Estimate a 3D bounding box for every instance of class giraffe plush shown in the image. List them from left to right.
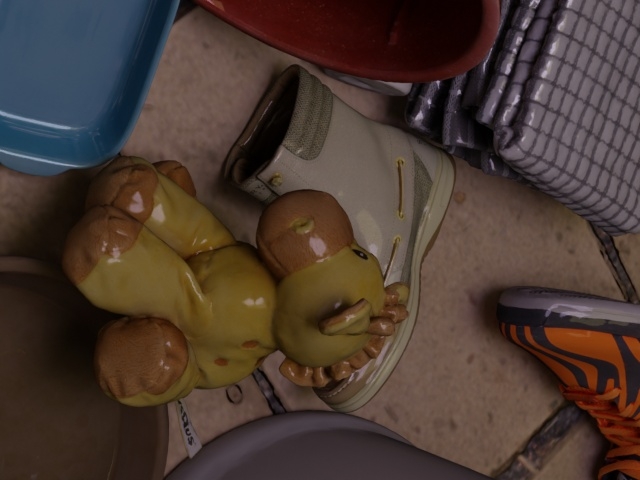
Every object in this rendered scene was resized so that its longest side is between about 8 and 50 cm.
[{"bbox_3d":[-0.039,0.035,0.971,0.181,0.170,0.210,-74,147,-55],"label":"giraffe plush"}]

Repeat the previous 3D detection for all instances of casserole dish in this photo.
[{"bbox_3d":[-0.156,-0.127,0.942,0.114,0.037,0.188,12,118,-22],"label":"casserole dish"}]

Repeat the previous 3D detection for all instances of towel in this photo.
[{"bbox_3d":[0.197,-0.165,1.154,0.235,0.121,0.284,21,87,-51],"label":"towel"}]

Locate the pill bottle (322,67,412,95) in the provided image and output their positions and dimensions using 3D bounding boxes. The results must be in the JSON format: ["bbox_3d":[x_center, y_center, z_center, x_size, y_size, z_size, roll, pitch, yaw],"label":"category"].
[{"bbox_3d":[0.048,-0.169,1.101,0.067,0.067,0.120,18,87,-35],"label":"pill bottle"}]

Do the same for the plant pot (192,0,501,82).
[{"bbox_3d":[0.033,-0.281,0.914,0.272,0.272,0.265,39,68,-32],"label":"plant pot"}]

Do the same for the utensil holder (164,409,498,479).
[{"bbox_3d":[0.079,0.307,1.001,0.327,0.385,0.328,-5,99,-34],"label":"utensil holder"}]

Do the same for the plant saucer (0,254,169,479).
[{"bbox_3d":[-0.220,0.142,0.964,0.278,0.041,0.278,-11,108,-37],"label":"plant saucer"}]

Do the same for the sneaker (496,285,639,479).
[{"bbox_3d":[0.256,0.148,1.258,0.321,0.124,0.180,19,85,-35],"label":"sneaker"}]

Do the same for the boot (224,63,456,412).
[{"bbox_3d":[0.000,0.000,1.087,0.165,0.077,0.213,29,74,-35],"label":"boot"}]
